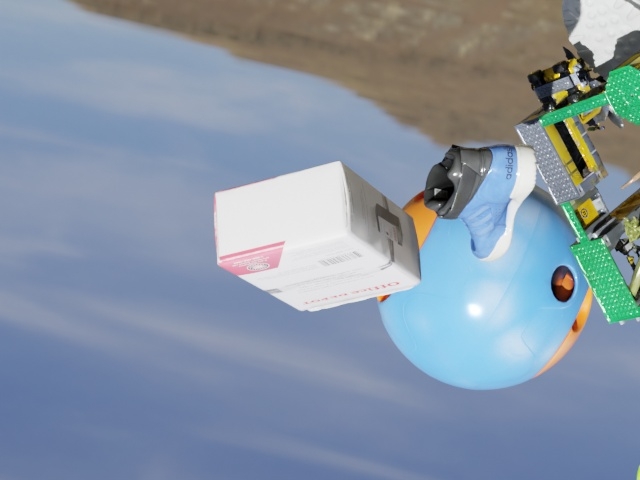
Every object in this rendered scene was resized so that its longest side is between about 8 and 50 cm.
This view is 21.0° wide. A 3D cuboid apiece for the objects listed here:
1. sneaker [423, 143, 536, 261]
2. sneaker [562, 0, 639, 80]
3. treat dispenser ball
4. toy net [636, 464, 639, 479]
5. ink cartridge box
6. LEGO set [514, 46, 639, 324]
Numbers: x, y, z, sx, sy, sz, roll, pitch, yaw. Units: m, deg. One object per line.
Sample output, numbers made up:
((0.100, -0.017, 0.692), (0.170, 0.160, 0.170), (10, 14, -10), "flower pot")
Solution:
((0.125, -0.033, 1.459), (0.084, 0.058, 0.152), (2, 152, -8), "sneaker")
((0.342, -0.206, 1.769), (0.235, 0.095, 0.090), (35, 139, -21), "sneaker")
((0.215, 0.053, 2.270), (0.288, 0.288, 0.288), (13, -171, -2), "treat dispenser ball")
((0.467, 0.277, 1.969), (0.232, 0.122, 0.045), (31, 177, -31), "toy net")
((0.000, 0.000, 1.911), (0.158, 0.092, 0.218), (-13, 158, 21), "ink cartridge box")
((0.368, -0.077, 1.778), (0.192, 0.331, 0.255), (-36, -177, -37), "LEGO set")
